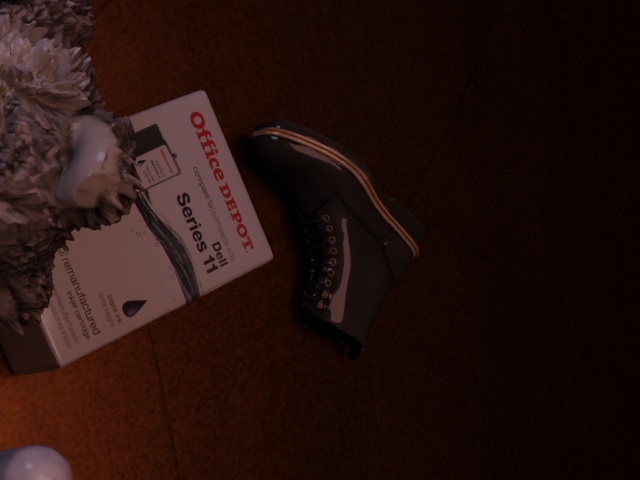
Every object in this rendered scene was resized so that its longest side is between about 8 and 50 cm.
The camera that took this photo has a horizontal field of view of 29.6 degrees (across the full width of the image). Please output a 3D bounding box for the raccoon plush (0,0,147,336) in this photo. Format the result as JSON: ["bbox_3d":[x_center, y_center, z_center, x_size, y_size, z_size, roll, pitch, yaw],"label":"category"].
[{"bbox_3d":[-0.158,-0.154,0.806,0.299,0.216,0.446,46,55,7],"label":"raccoon plush"}]

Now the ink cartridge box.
[{"bbox_3d":[-0.158,-0.010,0.923,0.208,0.087,0.153,-28,98,-37],"label":"ink cartridge box"}]

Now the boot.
[{"bbox_3d":[0.000,0.000,1.054,0.198,0.077,0.137,37,67,-25],"label":"boot"}]

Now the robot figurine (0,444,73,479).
[{"bbox_3d":[-0.220,0.255,0.659,0.200,0.353,0.300,28,65,-30],"label":"robot figurine"}]
